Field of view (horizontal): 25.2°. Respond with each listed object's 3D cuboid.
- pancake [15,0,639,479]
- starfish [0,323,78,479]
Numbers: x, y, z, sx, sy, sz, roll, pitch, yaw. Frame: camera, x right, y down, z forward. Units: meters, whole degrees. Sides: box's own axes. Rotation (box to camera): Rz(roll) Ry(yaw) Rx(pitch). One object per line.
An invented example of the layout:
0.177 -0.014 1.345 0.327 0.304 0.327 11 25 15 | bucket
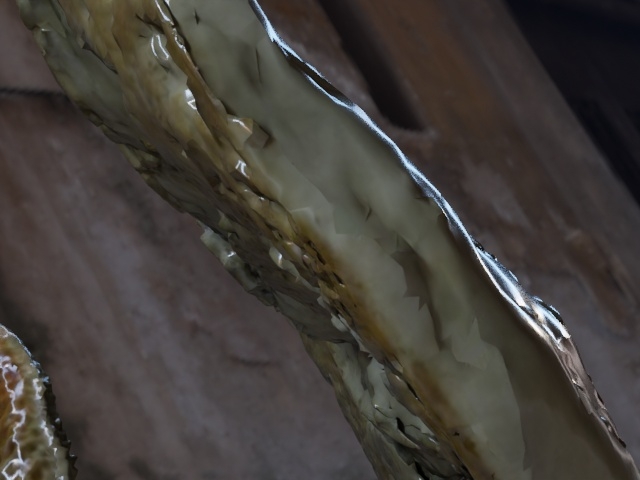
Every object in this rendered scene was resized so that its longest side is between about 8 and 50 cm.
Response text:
0.001 0.001 0.511 0.082 0.387 0.387 -37 -18 -5 | pancake
-0.083 0.206 0.466 0.327 0.375 0.094 -10 -13 40 | starfish
